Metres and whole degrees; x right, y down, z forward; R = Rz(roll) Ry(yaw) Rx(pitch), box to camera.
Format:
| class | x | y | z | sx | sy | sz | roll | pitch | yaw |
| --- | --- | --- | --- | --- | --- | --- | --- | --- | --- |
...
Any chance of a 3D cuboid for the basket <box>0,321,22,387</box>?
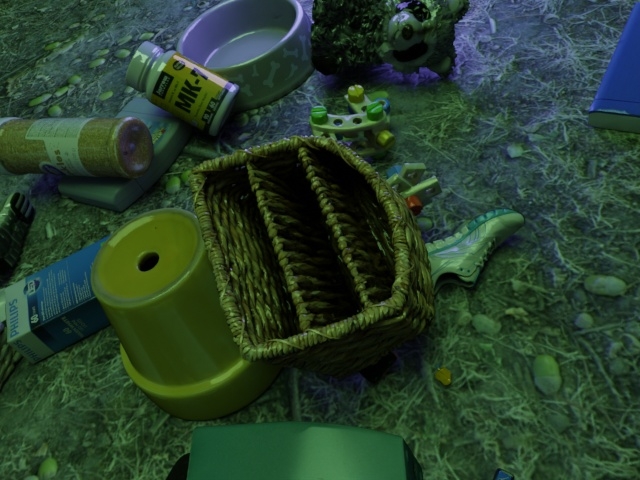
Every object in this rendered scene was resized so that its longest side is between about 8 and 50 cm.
| class | x | y | z | sx | sy | sz | roll | pitch | yaw |
| --- | --- | --- | --- | --- | --- | --- | --- | --- | --- |
| basket | -0.720 | 0.206 | 0.935 | 0.331 | 0.266 | 0.328 | 4 | 53 | 21 |

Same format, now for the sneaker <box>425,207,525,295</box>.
| class | x | y | z | sx | sy | sz | roll | pitch | yaw |
| --- | --- | --- | --- | --- | --- | --- | --- | --- | --- |
| sneaker | 0.224 | 0.025 | 0.900 | 0.190 | 0.071 | 0.083 | -30 | 54 | 5 |

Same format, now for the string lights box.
| class | x | y | z | sx | sy | sz | roll | pitch | yaw |
| --- | --- | --- | --- | --- | --- | --- | --- | --- | --- |
| string lights box | -0.405 | 0.086 | 1.053 | 0.259 | 0.077 | 0.133 | -27 | 47 | -4 |

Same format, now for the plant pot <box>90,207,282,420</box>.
| class | x | y | z | sx | sy | sz | roll | pitch | yaw |
| --- | --- | --- | --- | --- | --- | --- | --- | --- | --- |
| plant pot | -0.193 | 0.091 | 0.868 | 0.253 | 0.239 | 0.254 | -10 | 49 | 12 |

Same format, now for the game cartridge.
| class | x | y | z | sx | sy | sz | roll | pitch | yaw |
| --- | --- | --- | --- | --- | --- | --- | --- | --- | --- |
| game cartridge | -0.400 | -0.194 | 1.305 | 0.198 | 0.062 | 0.297 | 10 | 55 | 31 |

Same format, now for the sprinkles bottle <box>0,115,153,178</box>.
| class | x | y | z | sx | sy | sz | roll | pitch | yaw |
| --- | --- | --- | --- | --- | --- | --- | --- | --- | --- |
| sprinkles bottle | -0.512 | -0.188 | 1.221 | 0.355 | 0.121 | 0.121 | 4 | 53 | 22 |

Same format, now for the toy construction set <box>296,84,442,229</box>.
| class | x | y | z | sx | sy | sz | roll | pitch | yaw |
| --- | --- | --- | --- | --- | --- | --- | --- | --- | --- |
| toy construction set | 0.069 | -0.123 | 1.028 | 0.214 | 0.151 | 0.328 | -17 | 42 | -5 |

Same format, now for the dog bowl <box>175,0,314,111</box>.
| class | x | y | z | sx | sy | sz | roll | pitch | yaw |
| --- | --- | --- | --- | --- | --- | --- | --- | --- | --- |
| dog bowl | -0.174 | -0.447 | 1.405 | 0.348 | 0.102 | 0.349 | -10 | 49 | 12 |

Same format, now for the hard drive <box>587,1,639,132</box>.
| class | x | y | z | sx | sy | sz | roll | pitch | yaw |
| --- | --- | --- | --- | --- | --- | --- | --- | --- | --- |
| hard drive | 0.615 | -0.301 | 1.047 | 0.210 | 0.040 | 0.319 | 16 | 58 | 30 |

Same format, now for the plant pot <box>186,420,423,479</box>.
| class | x | y | z | sx | sy | sz | roll | pitch | yaw |
| --- | --- | --- | --- | --- | --- | --- | --- | --- | --- |
| plant pot | -0.006 | 0.298 | 0.666 | 0.234 | 0.166 | 0.166 | -12 | 49 | 14 |

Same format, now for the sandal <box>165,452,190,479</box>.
| class | x | y | z | sx | sy | sz | roll | pitch | yaw |
| --- | --- | --- | --- | --- | --- | --- | --- | --- | --- |
| sandal | -0.208 | 0.355 | 0.782 | 0.067 | 0.040 | 0.179 | 9 | 55 | 26 |

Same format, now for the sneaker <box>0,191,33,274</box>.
| class | x | y | z | sx | sy | sz | roll | pitch | yaw |
| --- | --- | --- | --- | --- | --- | --- | --- | --- | --- |
| sneaker | -0.673 | 0.004 | 1.222 | 0.132 | 0.086 | 0.229 | -16 | 38 | 12 |

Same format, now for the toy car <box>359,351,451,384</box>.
| class | x | y | z | sx | sy | sz | roll | pitch | yaw |
| --- | --- | --- | --- | --- | --- | --- | --- | --- | --- |
| toy car | 0.116 | 0.180 | 0.834 | 0.122 | 0.060 | 0.040 | 23 | 16 | 15 |

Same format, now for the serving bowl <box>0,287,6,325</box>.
| class | x | y | z | sx | sy | sz | roll | pitch | yaw |
| --- | --- | --- | --- | --- | --- | --- | --- | --- | --- |
| serving bowl | -0.579 | 0.127 | 1.112 | 0.083 | 0.027 | 0.083 | -10 | 49 | 12 |

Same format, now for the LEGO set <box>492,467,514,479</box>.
| class | x | y | z | sx | sy | sz | roll | pitch | yaw |
| --- | --- | --- | --- | --- | --- | --- | --- | --- | --- |
| LEGO set | 0.224 | 0.371 | 0.631 | 0.182 | 0.060 | 0.244 | -25 | 51 | -14 |

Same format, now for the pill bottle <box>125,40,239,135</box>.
| class | x | y | z | sx | sy | sz | roll | pitch | yaw |
| --- | --- | --- | --- | --- | --- | --- | --- | --- | --- |
| pill bottle | -0.283 | -0.314 | 1.254 | 0.208 | 0.119 | 0.119 | 27 | 56 | -8 |

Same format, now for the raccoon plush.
| class | x | y | z | sx | sy | sz | roll | pitch | yaw |
| --- | --- | --- | --- | --- | --- | --- | --- | --- | --- |
| raccoon plush | 0.143 | -0.499 | 1.287 | 0.299 | 0.216 | 0.447 | 6 | 44 | 2 |

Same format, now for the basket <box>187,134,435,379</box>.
| class | x | y | z | sx | sy | sz | roll | pitch | yaw |
| --- | --- | --- | --- | --- | --- | --- | --- | --- | --- |
| basket | 0.000 | 0.000 | 0.784 | 0.213 | 0.223 | 0.299 | -33 | 57 | 20 |
